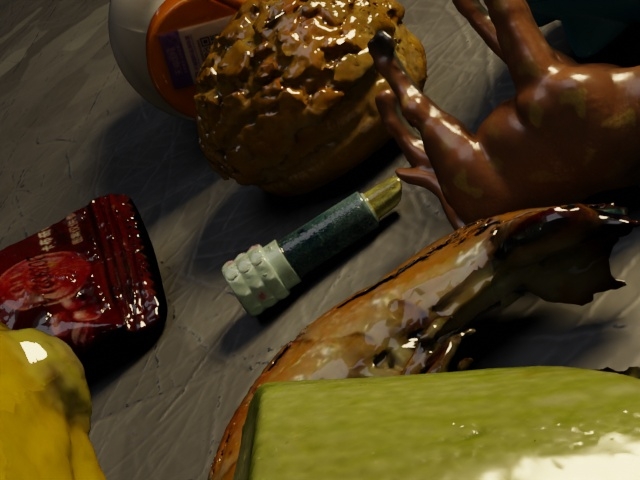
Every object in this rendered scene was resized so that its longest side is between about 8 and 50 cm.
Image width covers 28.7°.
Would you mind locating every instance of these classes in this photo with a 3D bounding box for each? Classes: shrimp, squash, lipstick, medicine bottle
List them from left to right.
[{"bbox_3d":[-0.093,-0.193,1.018,0.157,0.157,0.288,-34,26,10],"label":"medicine bottle"},{"bbox_3d":[0.000,0.000,0.730,0.116,0.037,0.037,-32,26,1],"label":"lipstick"},{"bbox_3d":[0.035,0.146,0.381,0.204,0.155,0.236,111,168,-62],"label":"squash"},{"bbox_3d":[0.071,0.071,0.490,0.222,0.054,0.290,-46,28,-13],"label":"shrimp"}]

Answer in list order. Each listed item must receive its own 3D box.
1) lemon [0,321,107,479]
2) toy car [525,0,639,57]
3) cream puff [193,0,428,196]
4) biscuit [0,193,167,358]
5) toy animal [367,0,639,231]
[{"bbox_3d":[-0.237,0.163,0.469,0.336,0.336,0.336,-30,27,17],"label":"lemon"},{"bbox_3d":[0.167,-0.197,0.652,0.255,0.188,0.190,-4,47,50],"label":"toy car"},{"bbox_3d":[-0.013,-0.107,0.821,0.165,0.115,0.150,-43,28,-6],"label":"cream puff"},{"bbox_3d":[-0.213,0.067,0.839,0.235,0.063,0.151,-36,40,4],"label":"biscuit"},{"bbox_3d":[0.141,-0.072,0.578,0.230,0.066,0.224,45,117,24],"label":"toy animal"}]
